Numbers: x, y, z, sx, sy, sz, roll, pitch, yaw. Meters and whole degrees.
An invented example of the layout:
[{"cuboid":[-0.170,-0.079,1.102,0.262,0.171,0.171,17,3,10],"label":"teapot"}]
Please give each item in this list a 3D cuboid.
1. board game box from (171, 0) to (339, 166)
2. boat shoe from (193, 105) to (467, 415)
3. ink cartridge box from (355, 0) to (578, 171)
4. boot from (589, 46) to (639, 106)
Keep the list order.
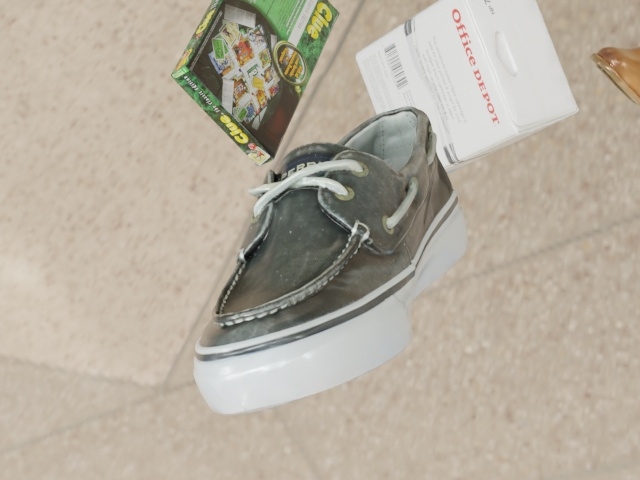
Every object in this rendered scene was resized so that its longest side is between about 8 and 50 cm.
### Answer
[{"cuboid":[-0.063,-0.207,1.666,0.030,0.259,0.136,-28,117,38],"label":"board game box"},{"cuboid":[0.000,0.000,0.961,0.121,0.335,0.119,-12,104,20],"label":"boat shoe"},{"cuboid":[0.129,-0.144,1.455,0.191,0.082,0.139,-24,86,57],"label":"ink cartridge box"},{"cuboid":[0.373,-0.207,1.629,0.152,0.197,0.073,-52,54,23],"label":"boot"}]
